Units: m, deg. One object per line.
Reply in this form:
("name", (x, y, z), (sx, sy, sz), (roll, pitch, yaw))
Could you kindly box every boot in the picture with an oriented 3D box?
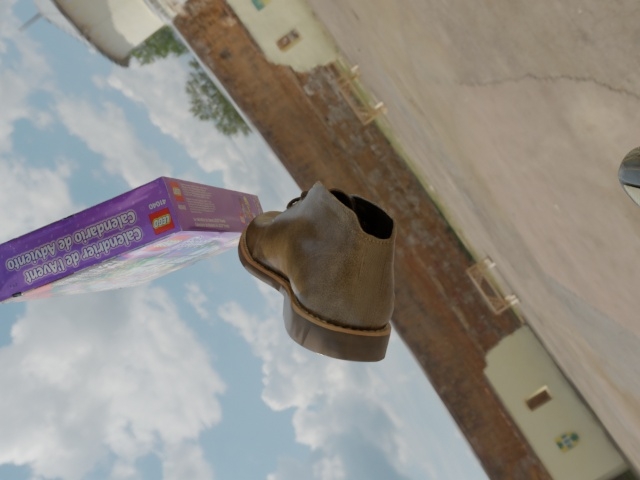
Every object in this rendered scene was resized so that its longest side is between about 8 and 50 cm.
("boot", (0.000, 0.000, 0.668), (0.112, 0.115, 0.305), (9, -169, -19))

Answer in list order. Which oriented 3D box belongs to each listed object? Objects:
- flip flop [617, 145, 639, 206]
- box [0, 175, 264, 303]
("flip flop", (0.371, -0.035, 0.560), (0.277, 0.080, 0.112), (22, 156, 44))
("box", (-0.190, 0.002, 0.801), (0.293, 0.201, 0.057), (-1, -110, -78))
